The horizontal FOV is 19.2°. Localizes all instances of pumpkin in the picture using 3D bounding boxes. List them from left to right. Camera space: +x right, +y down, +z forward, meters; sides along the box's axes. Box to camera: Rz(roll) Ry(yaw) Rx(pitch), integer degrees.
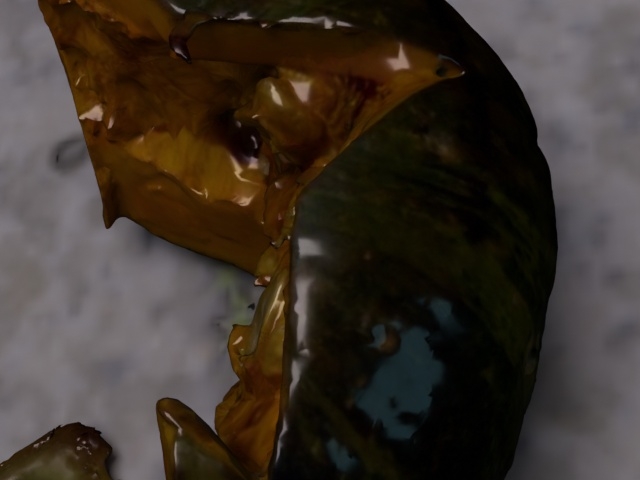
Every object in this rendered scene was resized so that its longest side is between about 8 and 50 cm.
[{"bbox_3d":[0.000,0.000,0.431,0.107,0.119,0.183,-12,62,-8],"label":"pumpkin"}]

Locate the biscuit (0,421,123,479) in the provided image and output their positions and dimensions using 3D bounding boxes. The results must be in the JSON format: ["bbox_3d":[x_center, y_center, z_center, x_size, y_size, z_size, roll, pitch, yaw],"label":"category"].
[{"bbox_3d":[-0.078,0.153,0.443,0.144,0.016,0.203,-28,59,4],"label":"biscuit"}]
